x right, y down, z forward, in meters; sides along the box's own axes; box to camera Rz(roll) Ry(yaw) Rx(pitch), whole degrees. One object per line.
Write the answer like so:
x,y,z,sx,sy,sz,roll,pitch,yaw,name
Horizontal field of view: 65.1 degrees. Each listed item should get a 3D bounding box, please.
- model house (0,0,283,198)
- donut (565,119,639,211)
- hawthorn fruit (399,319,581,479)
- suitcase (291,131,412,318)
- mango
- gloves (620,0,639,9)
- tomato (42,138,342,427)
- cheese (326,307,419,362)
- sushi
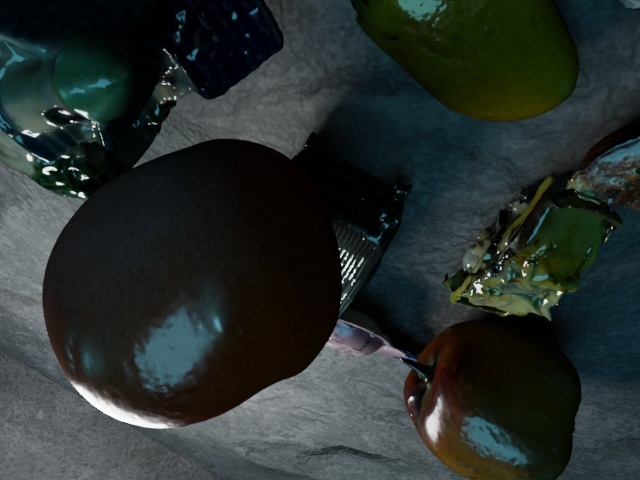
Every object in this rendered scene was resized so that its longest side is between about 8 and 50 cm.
-0.198,-0.210,0.522,0.284,0.298,0.243,-1,144,37,model house
0.439,-0.090,0.535,0.295,0.112,0.151,17,134,7,donut
0.270,0.261,0.852,0.301,0.268,0.268,25,138,7,hawthorn fruit
0.000,0.000,0.808,0.202,0.128,0.312,27,135,1,suitcase
0.154,-0.222,0.521,0.262,0.130,0.167,37,132,-22,mango
0.239,-0.305,0.434,0.229,0.097,0.119,39,106,-9,gloves
-0.145,0.030,0.581,0.341,0.341,0.273,-3,114,27,tomato
0.079,0.192,0.991,0.286,0.074,0.189,26,163,-18,cheese
0.294,0.024,0.707,0.139,0.131,0.291,18,138,-8,sushi
